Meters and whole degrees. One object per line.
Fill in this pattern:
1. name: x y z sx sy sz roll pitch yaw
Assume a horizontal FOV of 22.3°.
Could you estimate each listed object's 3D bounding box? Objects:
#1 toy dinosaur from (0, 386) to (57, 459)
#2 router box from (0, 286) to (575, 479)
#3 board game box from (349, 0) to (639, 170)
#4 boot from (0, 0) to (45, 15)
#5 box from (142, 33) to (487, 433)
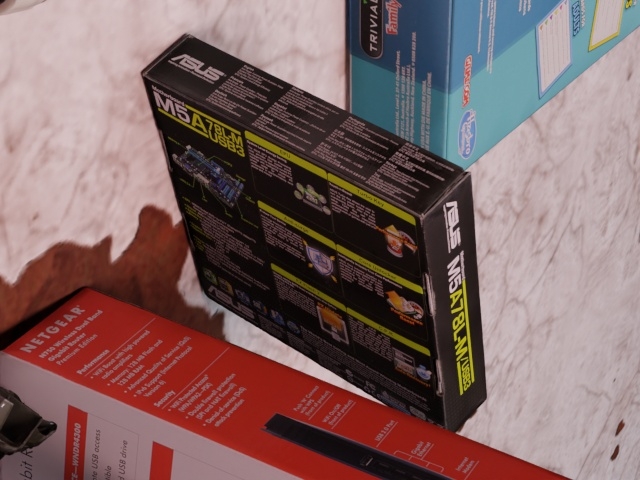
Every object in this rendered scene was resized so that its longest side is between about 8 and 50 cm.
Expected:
1. toy dinosaur: -0.160 0.192 0.734 0.218 0.164 0.322 -53 -169 -9
2. router box: -0.033 0.227 0.877 0.082 0.301 0.335 -41 146 -52
3. board game box: 0.148 -0.224 1.038 0.336 0.079 0.254 -38 142 -37
4. boot: -0.077 -0.228 0.674 0.176 0.088 0.244 -33 147 -43
5. box: 0.000 0.000 0.868 0.045 0.191 0.184 -42 144 -29
